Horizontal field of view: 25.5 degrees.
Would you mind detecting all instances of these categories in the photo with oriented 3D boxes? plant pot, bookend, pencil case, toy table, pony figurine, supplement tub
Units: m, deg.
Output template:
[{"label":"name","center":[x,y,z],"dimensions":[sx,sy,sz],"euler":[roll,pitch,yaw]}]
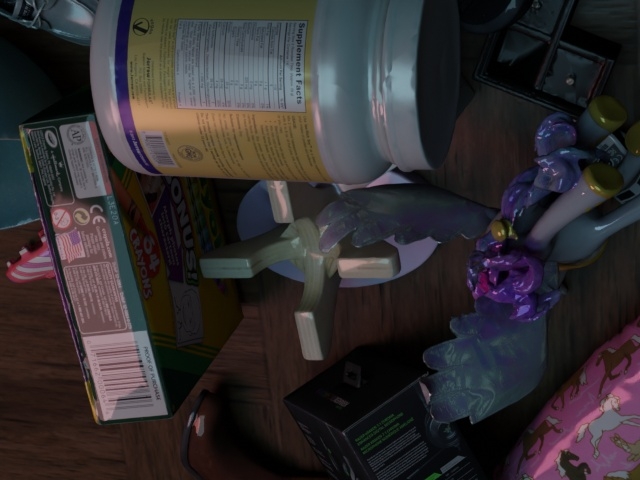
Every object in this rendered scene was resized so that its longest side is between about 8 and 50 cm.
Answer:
[{"label":"plant pot","center":[-0.448,-0.151,1.797],"dimensions":[0.290,0.290,0.195],"euler":[-23,69,29]},{"label":"bookend","center":[0.270,-0.229,1.569],"dimensions":[0.157,0.072,0.156],"euler":[24,120,9]},{"label":"pencil case","center":[0.373,0.219,1.694],"dimensions":[0.167,0.160,0.386],"euler":[18,125,-26]},{"label":"toy table","center":[0.000,0.000,1.734],"dimensions":[0.274,0.161,0.252],"euler":[-13,108,27]},{"label":"pony figurine","center":[0.223,0.004,1.531],"dimensions":[0.363,0.351,0.303],"euler":[-51,58,46]},{"label":"supplement tub","center":[-0.040,-0.179,1.437],"dimensions":[0.331,0.241,0.241],"euler":[3,115,17]}]

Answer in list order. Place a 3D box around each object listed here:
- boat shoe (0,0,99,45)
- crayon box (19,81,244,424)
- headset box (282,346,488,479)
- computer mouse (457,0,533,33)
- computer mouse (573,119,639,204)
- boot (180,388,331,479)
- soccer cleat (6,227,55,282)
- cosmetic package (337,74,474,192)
[{"label":"boat shoe","center":[-0.364,-0.298,1.780],"dimensions":[0.227,0.081,0.079],"euler":[25,121,9]},{"label":"crayon box","center":[-0.213,-0.011,1.702],"dimensions":[0.106,0.313,0.363],"euler":[-7,107,16]},{"label":"headset box","center":[0.095,0.281,1.773],"dimensions":[0.131,0.246,0.283],"euler":[-33,102,-14]},{"label":"computer mouse","center":[0.168,-0.330,1.511],"dimensions":[0.188,0.072,0.272],"euler":[-45,53,34]},{"label":"computer mouse","center":[0.358,-0.079,1.623],"dimensions":[0.193,0.042,0.106],"euler":[40,133,-4]},{"label":"boot","center":[-0.046,0.332,1.948],"dimensions":[0.280,0.096,0.264],"euler":[6,116,18]},{"label":"soccer cleat","center":[-0.327,0.013,1.918],"dimensions":[0.248,0.083,0.095],"euler":[-30,105,27]},{"label":"cosmetic package","center":[0.054,-0.181,1.629],"dimensions":[0.151,0.151,0.184],"euler":[-34,99,29]}]
